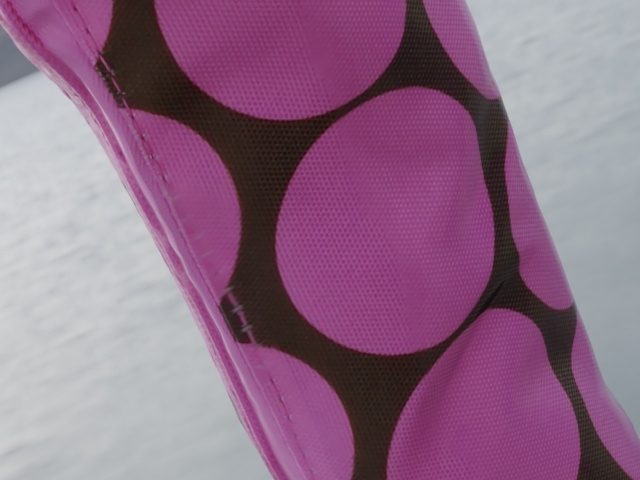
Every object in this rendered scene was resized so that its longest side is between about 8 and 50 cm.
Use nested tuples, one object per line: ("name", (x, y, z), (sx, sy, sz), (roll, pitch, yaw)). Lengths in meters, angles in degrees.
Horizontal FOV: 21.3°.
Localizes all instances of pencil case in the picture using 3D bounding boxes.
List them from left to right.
("pencil case", (0.000, 0.000, 0.358), (0.098, 0.209, 0.095), (-38, 25, -26))
